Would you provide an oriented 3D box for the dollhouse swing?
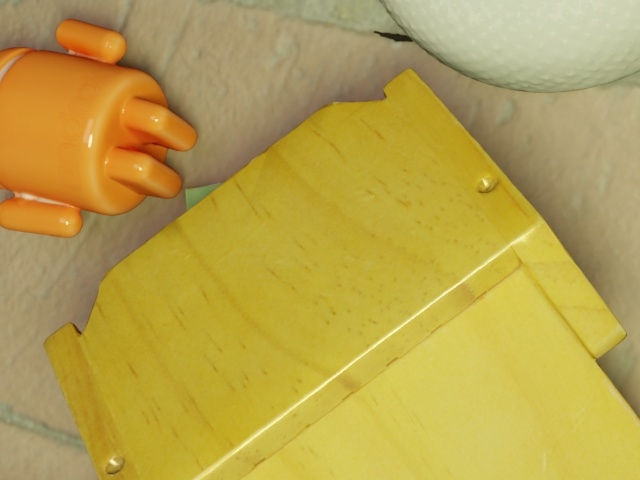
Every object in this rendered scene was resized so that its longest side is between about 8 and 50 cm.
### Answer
[{"bbox_3d":[0.051,0.132,1.366,0.347,0.305,0.315,-38,40,3],"label":"dollhouse swing"}]

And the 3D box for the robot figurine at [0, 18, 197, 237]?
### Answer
[{"bbox_3d":[-0.214,-0.095,1.556,0.219,0.128,0.158,13,120,25],"label":"robot figurine"}]

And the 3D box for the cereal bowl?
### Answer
[{"bbox_3d":[0.170,-0.290,1.417,0.339,0.141,0.339,-5,77,23],"label":"cereal bowl"}]

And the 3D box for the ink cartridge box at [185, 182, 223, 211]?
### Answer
[{"bbox_3d":[0.000,0.000,1.477,0.209,0.062,0.109,-8,78,22],"label":"ink cartridge box"}]
